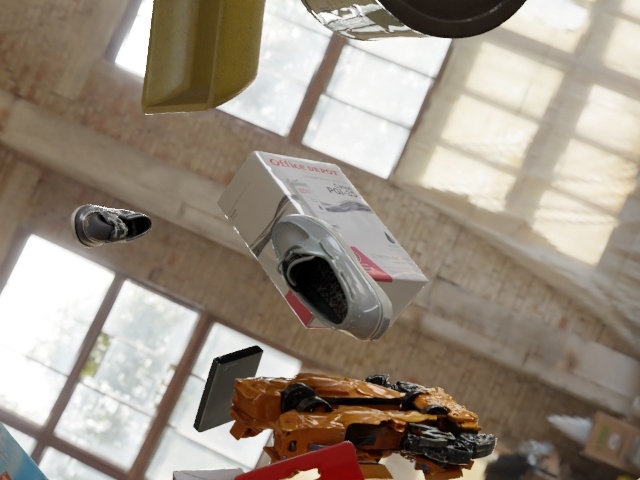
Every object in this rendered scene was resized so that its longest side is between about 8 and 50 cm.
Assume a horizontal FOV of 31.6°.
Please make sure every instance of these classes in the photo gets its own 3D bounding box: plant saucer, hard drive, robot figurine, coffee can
[{"bbox_3d":[-0.147,-0.332,1.528,0.333,0.081,0.333,-167,83,-66],"label":"plant saucer"},{"bbox_3d":[-0.144,0.229,1.759,0.094,0.022,0.135,-13,-50,-45],"label":"hard drive"},{"bbox_3d":[0.053,0.214,1.294,0.211,0.291,0.085,35,114,60],"label":"robot figurine"},{"bbox_3d":[0.093,-0.318,1.221,0.201,0.201,0.275,-67,18,2],"label":"coffee can"}]

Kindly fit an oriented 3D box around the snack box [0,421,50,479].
[{"bbox_3d":[-0.470,0.274,1.518,0.060,0.187,0.322,-41,6,-27],"label":"snack box"}]

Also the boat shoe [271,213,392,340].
[{"bbox_3d":[-0.005,0.033,1.327,0.081,0.227,0.079,17,-69,-44],"label":"boat shoe"}]

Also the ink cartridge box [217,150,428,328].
[{"bbox_3d":[0.000,0.000,1.757,0.207,0.283,0.117,5,-50,-49],"label":"ink cartridge box"}]

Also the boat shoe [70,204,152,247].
[{"bbox_3d":[-0.360,-0.028,1.958,0.206,0.065,0.075,-1,-97,-72],"label":"boat shoe"}]

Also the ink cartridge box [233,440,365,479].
[{"bbox_3d":[0.006,0.329,1.105,0.078,0.134,0.231,-83,-25,-84],"label":"ink cartridge box"}]

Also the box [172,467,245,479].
[{"bbox_3d":[-0.122,0.426,1.285,0.169,0.087,0.290,-139,53,-64],"label":"box"}]

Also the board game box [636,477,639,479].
[{"bbox_3d":[0.420,0.460,1.752,0.259,0.039,0.124,-18,-43,-34],"label":"board game box"}]
